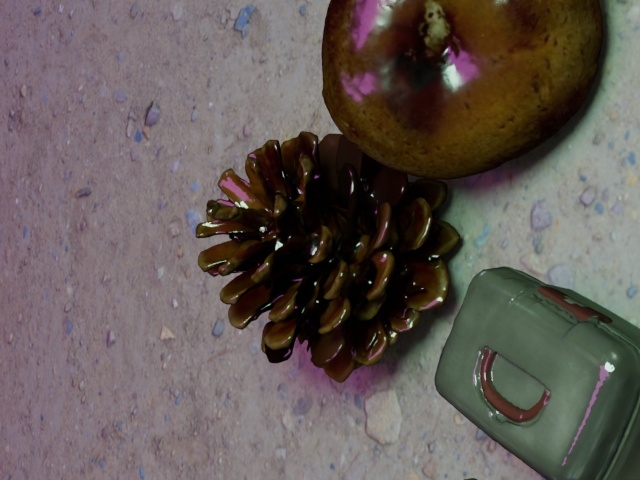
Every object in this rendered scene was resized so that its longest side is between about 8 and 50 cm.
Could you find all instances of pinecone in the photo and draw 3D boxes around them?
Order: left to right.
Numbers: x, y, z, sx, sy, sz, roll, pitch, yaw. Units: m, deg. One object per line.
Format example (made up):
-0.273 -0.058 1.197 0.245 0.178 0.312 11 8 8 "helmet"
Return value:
-0.001 0.008 1.481 0.264 0.264 0.264 -15 71 49 "pinecone"

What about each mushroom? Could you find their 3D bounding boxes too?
0.145 -0.201 1.403 0.267 0.254 0.267 18 124 29 "mushroom"

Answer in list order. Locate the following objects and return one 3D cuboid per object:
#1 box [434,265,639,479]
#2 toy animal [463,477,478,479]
0.211 0.121 1.283 0.210 0.129 0.148 35 109 48 "box"
0.125 0.341 1.408 0.149 0.054 0.275 51 122 47 "toy animal"
